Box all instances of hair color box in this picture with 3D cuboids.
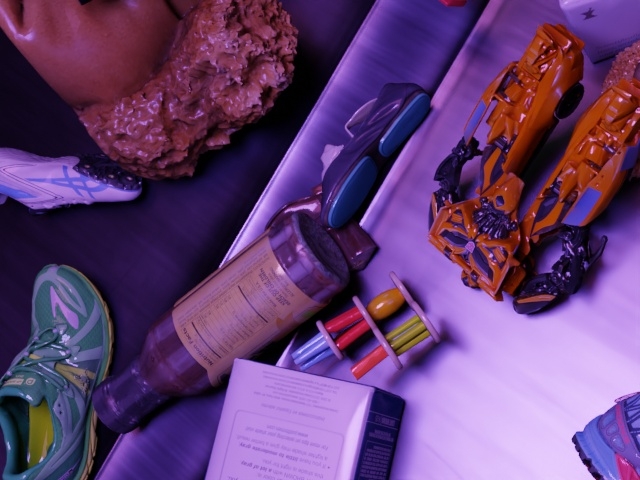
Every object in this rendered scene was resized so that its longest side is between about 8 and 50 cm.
[{"bbox_3d":[-0.039,0.316,1.198,0.173,0.105,0.347,9,79,26],"label":"hair color box"}]

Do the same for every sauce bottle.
[{"bbox_3d":[-0.123,0.104,1.290,0.344,0.111,0.111,-37,64,20],"label":"sauce bottle"}]

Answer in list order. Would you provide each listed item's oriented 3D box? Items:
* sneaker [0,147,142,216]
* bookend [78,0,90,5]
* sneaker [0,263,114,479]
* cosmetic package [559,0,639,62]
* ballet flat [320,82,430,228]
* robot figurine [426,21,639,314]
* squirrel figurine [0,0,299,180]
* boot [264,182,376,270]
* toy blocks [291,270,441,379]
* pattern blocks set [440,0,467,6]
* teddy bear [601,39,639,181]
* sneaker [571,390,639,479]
[{"bbox_3d":[-0.338,-0.071,1.464,0.237,0.085,0.086,7,110,20],"label":"sneaker"},{"bbox_3d":[-0.301,-0.322,1.222,0.157,0.072,0.156,-30,75,-5],"label":"bookend"},{"bbox_3d":[-0.327,0.167,1.358,0.109,0.123,0.296,-8,72,22],"label":"sneaker"},{"bbox_3d":[0.331,-0.417,1.214,0.217,0.156,0.385,-16,71,19],"label":"cosmetic package"},{"bbox_3d":[0.047,-0.105,1.294,0.074,0.074,0.203,31,78,28],"label":"ballet flat"},{"bbox_3d":[0.214,-0.064,1.154,0.211,0.085,0.291,43,121,28],"label":"robot figurine"},{"bbox_3d":[-0.172,-0.292,1.378,0.370,0.281,0.397,-37,78,-1],"label":"squirrel figurine"},{"bbox_3d":[0.000,0.000,1.311,0.106,0.037,0.114,-36,69,12],"label":"boot"},{"bbox_3d":[0.044,0.111,1.213,0.148,0.054,0.123,-34,31,1],"label":"toy blocks"},{"bbox_3d":[0.052,-0.407,1.298,0.324,0.026,0.285,26,45,-1],"label":"pattern blocks set"},{"bbox_3d":[0.440,-0.136,1.095,0.338,0.113,0.245,27,101,25],"label":"teddy bear"},{"bbox_3d":[0.360,0.246,1.042,0.125,0.104,0.262,-44,63,5],"label":"sneaker"}]
